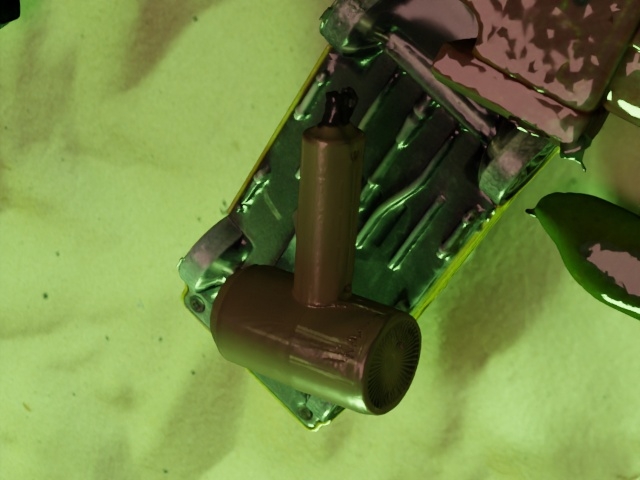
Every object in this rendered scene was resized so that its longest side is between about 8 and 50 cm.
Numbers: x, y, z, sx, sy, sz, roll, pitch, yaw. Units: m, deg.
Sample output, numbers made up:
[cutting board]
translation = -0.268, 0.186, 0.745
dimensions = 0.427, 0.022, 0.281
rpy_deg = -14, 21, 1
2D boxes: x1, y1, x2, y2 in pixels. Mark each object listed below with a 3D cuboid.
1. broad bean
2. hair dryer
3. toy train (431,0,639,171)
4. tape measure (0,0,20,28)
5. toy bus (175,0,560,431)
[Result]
[broad bean]
translation = 0.223, 0.039, 0.977
dimensions = 0.254, 0.046, 0.065
rpy_deg = 28, 117, 28
[hair dryer]
translation = 0.000, 0.000, 0.946
dimensions = 0.117, 0.064, 0.181
rpy_deg = 19, 117, 31
[toy train]
translation = 0.215, -0.116, 0.792
dimensions = 0.304, 0.150, 0.221
rpy_deg = 28, 105, 10
[tape measure]
translation = -0.288, -0.224, 1.283
dimensions = 0.177, 0.087, 0.154
rpy_deg = 28, 124, 33
[toy bus]
translation = 0.047, -0.035, 1.028
dimensions = 0.144, 0.152, 0.330
rpy_deg = 45, 133, 11
